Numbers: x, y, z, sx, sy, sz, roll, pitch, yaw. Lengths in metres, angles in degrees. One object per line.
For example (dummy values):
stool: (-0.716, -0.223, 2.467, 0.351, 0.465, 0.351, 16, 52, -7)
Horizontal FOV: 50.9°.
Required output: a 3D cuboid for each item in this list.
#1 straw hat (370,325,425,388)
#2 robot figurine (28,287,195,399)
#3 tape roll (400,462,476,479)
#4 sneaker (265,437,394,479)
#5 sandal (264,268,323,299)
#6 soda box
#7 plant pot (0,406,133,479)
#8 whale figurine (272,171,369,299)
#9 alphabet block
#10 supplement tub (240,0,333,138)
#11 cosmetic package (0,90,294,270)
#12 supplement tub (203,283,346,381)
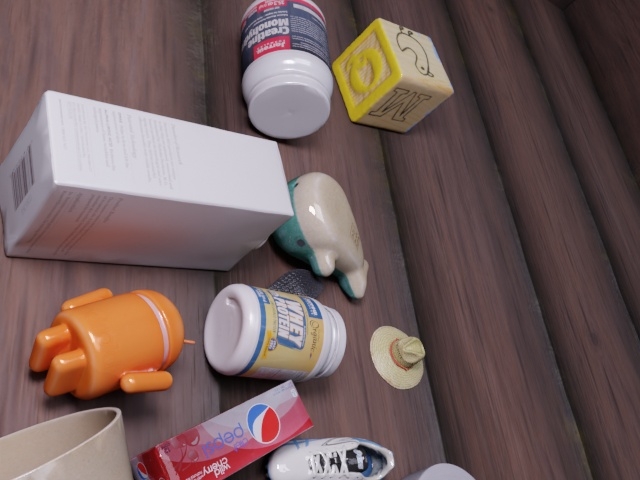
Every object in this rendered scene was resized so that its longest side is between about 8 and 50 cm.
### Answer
straw hat: (0.173, 0.222, 1.343, 0.145, 0.061, 0.144, 23, 49, -30)
robot figurine: (-0.281, 0.142, 0.931, 0.219, 0.158, 0.128, -16, 107, -47)
tape roll: (0.215, 0.508, 1.173, 0.219, 0.072, 0.219, 24, 48, -30)
sneaker: (0.019, 0.357, 1.088, 0.237, 0.086, 0.085, 10, 58, -37)
sandal: (-0.074, 0.104, 1.223, 0.179, 0.040, 0.067, -24, 74, -34)
soda box: (-0.137, 0.295, 0.981, 0.263, 0.092, 0.083, -16, 75, -48)
plant pot: (-0.294, 0.355, 0.706, 0.257, 0.257, 0.273, -19, 92, -48)
whale figurine: (0.000, 0.000, 1.312, 0.272, 0.141, 0.216, 57, 27, -33)
alphabet block: (0.178, -0.407, 1.693, 0.197, 0.193, 0.192, 2, 59, -42)
supplement tub: (-0.073, -0.374, 1.436, 0.191, 0.191, 0.272, 19, 51, -33)
cosmetic package: (-0.259, -0.071, 1.036, 0.385, 0.217, 0.156, 6, 59, -42)
supplement tub: (-0.073, 0.155, 1.099, 0.200, 0.144, 0.144, 14, 54, -36)
